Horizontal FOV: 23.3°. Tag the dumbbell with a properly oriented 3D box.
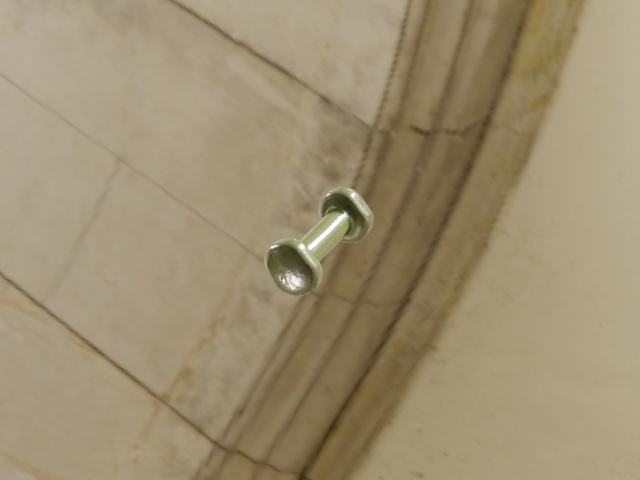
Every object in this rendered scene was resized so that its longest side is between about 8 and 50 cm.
[{"bbox_3d":[0.000,0.000,1.307,0.046,0.118,0.052,-25,-77,40],"label":"dumbbell"}]
